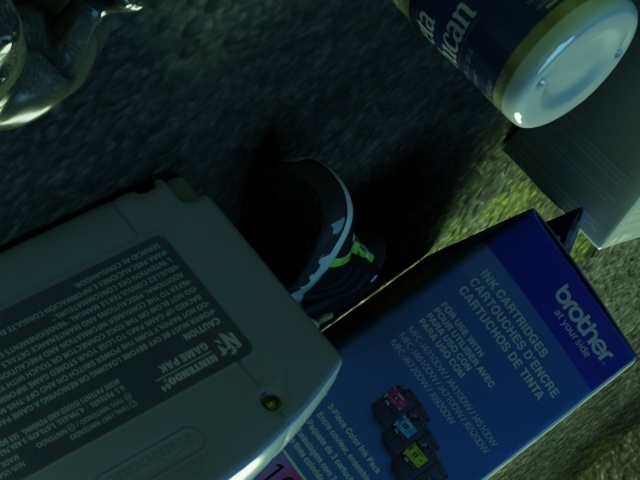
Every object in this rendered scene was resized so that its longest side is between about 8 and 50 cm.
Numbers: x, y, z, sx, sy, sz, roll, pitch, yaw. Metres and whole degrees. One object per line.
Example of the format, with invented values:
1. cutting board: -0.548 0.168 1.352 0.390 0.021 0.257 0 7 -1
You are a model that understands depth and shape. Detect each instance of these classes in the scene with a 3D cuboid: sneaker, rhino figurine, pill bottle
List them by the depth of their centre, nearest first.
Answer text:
1. rhino figurine: -0.135 -0.088 0.818 0.106 0.073 0.243 -43 -171 16
2. pill bottle: 0.089 -0.151 1.062 0.094 0.169 0.094 -35 157 -17
3. sneaker: 0.000 0.000 1.318 0.097 0.084 0.235 -18 163 -20

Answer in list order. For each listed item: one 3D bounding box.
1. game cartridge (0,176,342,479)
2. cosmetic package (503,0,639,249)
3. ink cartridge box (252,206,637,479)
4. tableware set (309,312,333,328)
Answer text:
1. game cartridge: -0.140 0.090 1.095 0.294 0.196 0.060 -27 154 -33
2. cosmetic package: 0.269 -0.121 1.507 0.107 0.127 0.238 -12 146 -52
3. ink cartridge box: 0.062 0.123 1.471 0.395 0.151 0.270 -34 -179 -18
4. tableware set: -0.078 0.081 1.313 0.168 0.020 0.141 1 157 -37
